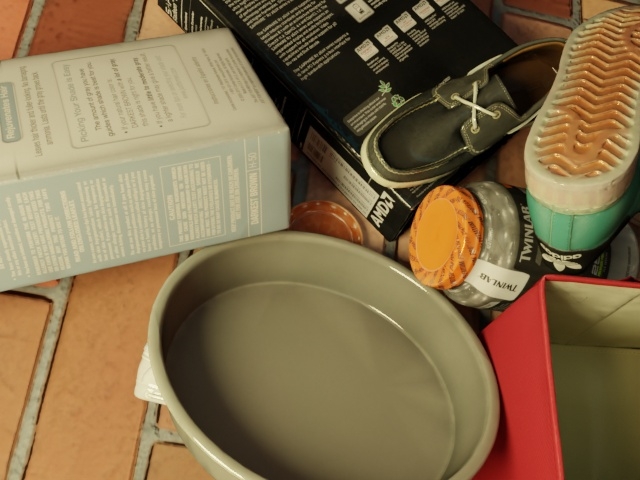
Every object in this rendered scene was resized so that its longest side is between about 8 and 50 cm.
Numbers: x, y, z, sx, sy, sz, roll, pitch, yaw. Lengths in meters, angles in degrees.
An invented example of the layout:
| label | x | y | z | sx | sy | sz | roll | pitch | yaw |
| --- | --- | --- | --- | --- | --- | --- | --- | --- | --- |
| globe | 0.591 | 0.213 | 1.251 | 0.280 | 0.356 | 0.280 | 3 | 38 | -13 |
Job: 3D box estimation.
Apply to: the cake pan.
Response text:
| label | x | y | z | sx | sy | sz | roll | pitch | yaw |
| --- | --- | --- | --- | --- | --- | --- | --- | --- | --- |
| cake pan | 0.002 | 0.107 | 0.694 | 0.293 | 0.054 | 0.293 | 13 | 39 | -10 |

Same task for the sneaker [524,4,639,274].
| label | x | y | z | sx | sy | sz | roll | pitch | yaw |
| --- | --- | --- | --- | --- | --- | --- | --- | --- | --- |
| sneaker | 0.248 | -0.096 | 0.731 | 0.108 | 0.121 | 0.302 | 19 | 50 | 26 |

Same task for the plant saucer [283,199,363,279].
| label | x | y | z | sx | sy | sz | roll | pitch | yaw |
| --- | --- | --- | --- | --- | --- | --- | --- | --- | --- |
| plant saucer | 0.000 | 0.000 | 0.827 | 0.083 | 0.013 | 0.083 | 4 | 66 | -9 |

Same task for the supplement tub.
| label | x | y | z | sx | sy | sz | roll | pitch | yaw |
| --- | --- | --- | --- | --- | --- | --- | --- | --- | --- |
| supplement tub | 0.185 | 0.011 | 0.778 | 0.190 | 0.117 | 0.117 | 10 | 64 | -25 |

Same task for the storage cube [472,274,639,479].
| label | x | y | z | sx | sy | sz | roll | pitch | yaw |
| --- | --- | --- | --- | --- | --- | --- | --- | --- | --- |
| storage cube | 0.240 | 0.153 | 0.709 | 0.183 | 0.193 | 0.215 | 5 | 65 | -9 |

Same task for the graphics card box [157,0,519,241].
| label | x | y | z | sx | sy | sz | roll | pitch | yaw |
| --- | --- | --- | --- | --- | --- | --- | --- | --- | --- |
| graphics card box | 0.033 | -0.208 | 0.879 | 0.233 | 0.094 | 0.371 | -41 | 79 | -23 |

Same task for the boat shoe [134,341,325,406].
| label | x | y | z | sx | sy | sz | roll | pitch | yaw |
| --- | --- | --- | --- | --- | --- | --- | --- | --- | --- |
| boat shoe | -0.071 | 0.140 | 0.730 | 0.184 | 0.066 | 0.063 | 20 | 89 | -11 |

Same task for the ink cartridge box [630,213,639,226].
| label | x | y | z | sx | sy | sz | roll | pitch | yaw |
| --- | --- | --- | --- | --- | --- | --- | --- | --- | --- |
| ink cartridge box | 0.414 | -0.116 | 0.836 | 0.168 | 0.233 | 0.171 | 29 | 64 | 2 |

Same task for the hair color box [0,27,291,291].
| label | x | y | z | sx | sy | sz | roll | pitch | yaw |
| --- | --- | --- | --- | --- | --- | --- | --- | --- | --- |
| hair color box | -0.230 | -0.068 | 0.723 | 0.374 | 0.114 | 0.185 | -12 | 43 | -16 |

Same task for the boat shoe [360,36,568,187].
| label | x | y | z | sx | sy | sz | roll | pitch | yaw |
| --- | --- | --- | --- | --- | --- | --- | --- | --- | --- |
| boat shoe | 0.139 | -0.123 | 0.774 | 0.233 | 0.079 | 0.084 | -27 | 79 | -19 |
